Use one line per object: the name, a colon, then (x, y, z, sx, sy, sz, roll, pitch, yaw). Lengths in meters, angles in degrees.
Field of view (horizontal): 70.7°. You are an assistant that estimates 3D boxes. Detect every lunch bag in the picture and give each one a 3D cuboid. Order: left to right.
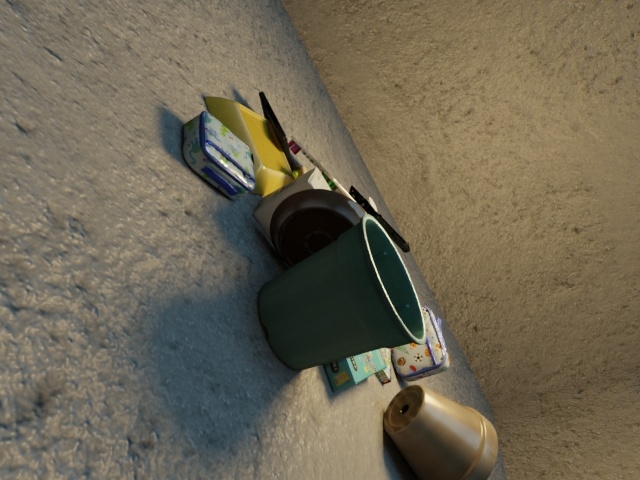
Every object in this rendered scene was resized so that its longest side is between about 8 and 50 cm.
lunch bag: (-0.267, -0.222, 1.214, 0.219, 0.090, 0.176, 41, 31, -47)
lunch bag: (0.416, 0.433, 1.939, 0.115, 0.243, 0.304, 44, 28, -46)

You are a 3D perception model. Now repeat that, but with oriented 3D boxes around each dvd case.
dvd case: (-0.164, -0.403, 1.665, 0.180, 0.022, 0.253, 82, -16, -59)

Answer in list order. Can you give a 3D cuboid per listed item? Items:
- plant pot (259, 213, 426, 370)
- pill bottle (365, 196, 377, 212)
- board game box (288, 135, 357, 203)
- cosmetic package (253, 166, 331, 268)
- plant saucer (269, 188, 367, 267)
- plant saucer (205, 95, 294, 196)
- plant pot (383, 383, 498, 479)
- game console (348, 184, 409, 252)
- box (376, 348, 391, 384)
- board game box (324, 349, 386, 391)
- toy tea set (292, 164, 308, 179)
plant pot: (0.047, 0.159, 1.156, 0.341, 0.333, 0.341, 52, 22, -30)
pill bottle: (0.170, -0.128, 2.123, 0.108, 0.180, 0.108, 53, 21, -31)
board game box: (0.051, -0.215, 1.816, 0.390, 0.050, 0.390, 41, 8, -42)
cosmetic package: (-0.009, -0.005, 1.423, 0.385, 0.217, 0.156, 56, 21, -17)
plant saucer: (0.000, 0.000, 1.290, 0.311, 0.310, 0.050, 56, 26, -23)
plant saucer: (-0.208, -0.309, 1.502, 0.333, 0.080, 0.332, 67, 18, 9)
plant pot: (0.373, 0.648, 1.514, 0.280, 0.323, 0.323, 42, 23, -10)
game console: (0.253, -0.084, 1.914, 0.361, 0.044, 0.213, 49, 7, 20)
box: (0.234, 0.446, 1.756, 0.114, 0.036, 0.207, 58, 19, -17)
board game box: (0.090, 0.324, 1.460, 0.336, 0.079, 0.254, 17, 50, -65)
toy tea set: (-0.053, -0.134, 1.649, 0.336, 0.124, 0.200, 34, 38, -73)
